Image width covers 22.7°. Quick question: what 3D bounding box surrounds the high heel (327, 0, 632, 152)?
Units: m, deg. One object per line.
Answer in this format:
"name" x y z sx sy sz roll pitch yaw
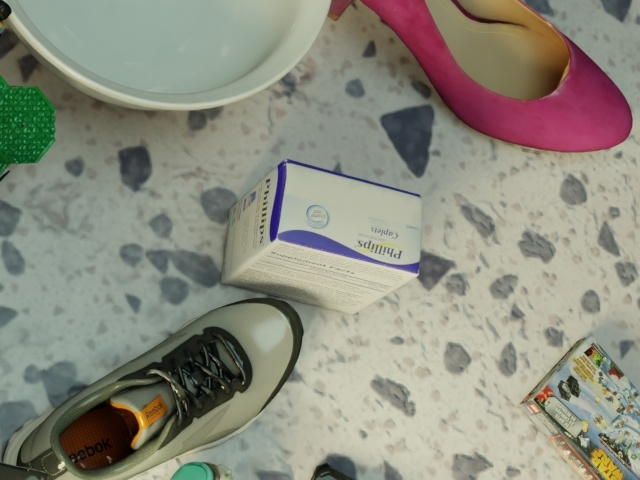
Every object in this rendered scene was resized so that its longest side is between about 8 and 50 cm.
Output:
"high heel" 0.151 -0.197 1.415 0.377 0.181 0.127 24 66 -16

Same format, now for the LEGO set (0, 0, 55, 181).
"LEGO set" -0.379 -0.063 1.178 0.255 0.192 0.331 45 65 -39

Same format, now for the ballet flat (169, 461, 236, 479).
"ballet flat" -0.128 0.279 1.214 0.241 0.091 0.077 -53 131 -22

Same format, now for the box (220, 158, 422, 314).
"box" 0.000 0.000 1.315 0.126 0.137 0.072 14 69 -19

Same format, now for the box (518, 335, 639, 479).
"box" 0.255 0.167 1.440 0.094 0.027 0.137 -42 93 -29

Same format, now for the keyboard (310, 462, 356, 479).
"keyboard" 0.008 0.283 1.301 0.108 0.023 0.180 30 66 -6

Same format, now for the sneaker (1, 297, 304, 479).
"sneaker" -0.115 0.127 1.246 0.271 0.108 0.100 -32 87 -29

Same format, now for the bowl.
"bowl" -0.148 -0.227 1.321 0.298 0.134 0.298 7 73 -22

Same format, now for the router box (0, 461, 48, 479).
"router box" -0.331 0.181 1.019 0.243 0.309 0.081 16 68 -18
